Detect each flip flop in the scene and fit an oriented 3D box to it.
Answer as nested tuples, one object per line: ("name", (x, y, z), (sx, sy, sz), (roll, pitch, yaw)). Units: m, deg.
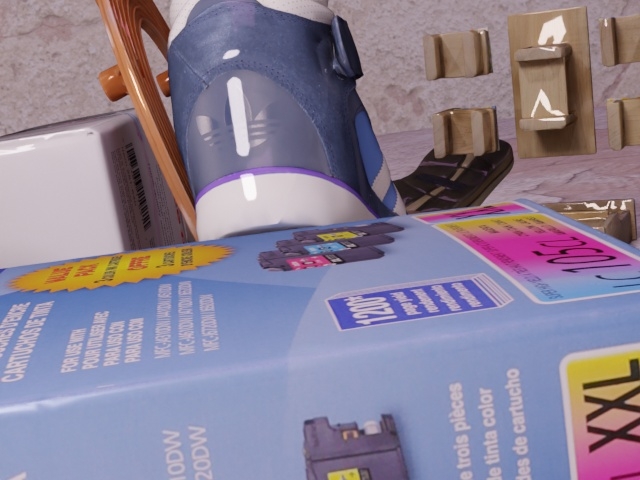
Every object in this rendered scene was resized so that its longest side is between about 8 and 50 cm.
("flip flop", (0.109, -0.026, 1.220), (0.112, 0.080, 0.277), (22, 42, 33))

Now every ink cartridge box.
("ink cartridge box", (-0.060, 0.091, 0.500), (0.396, 0.151, 0.270), (-9, 10, -6))
("ink cartridge box", (-0.170, 0.015, 0.840), (0.117, 0.201, 0.278), (-10, 10, 2))

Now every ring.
("ring", (-0.098, -0.059, 0.878), (0.032, 0.336, 0.336), (-24, 9, 4))

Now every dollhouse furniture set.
("dollhouse furniture set", (0.235, -0.102, 1.125), (0.212, 0.242, 0.161), (-2, 10, 24))

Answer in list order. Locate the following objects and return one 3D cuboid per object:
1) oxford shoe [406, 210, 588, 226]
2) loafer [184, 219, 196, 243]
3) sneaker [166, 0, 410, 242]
("oxford shoe", (0.151, 0.022, 1.040), (0.212, 0.076, 0.076), (0, 41, 23))
("loafer", (-0.103, -0.005, 1.119), (0.320, 0.111, 0.112), (-5, 53, 13))
("sneaker", (-0.005, -0.067, 0.789), (0.130, 0.236, 0.323), (-13, -22, 14))
